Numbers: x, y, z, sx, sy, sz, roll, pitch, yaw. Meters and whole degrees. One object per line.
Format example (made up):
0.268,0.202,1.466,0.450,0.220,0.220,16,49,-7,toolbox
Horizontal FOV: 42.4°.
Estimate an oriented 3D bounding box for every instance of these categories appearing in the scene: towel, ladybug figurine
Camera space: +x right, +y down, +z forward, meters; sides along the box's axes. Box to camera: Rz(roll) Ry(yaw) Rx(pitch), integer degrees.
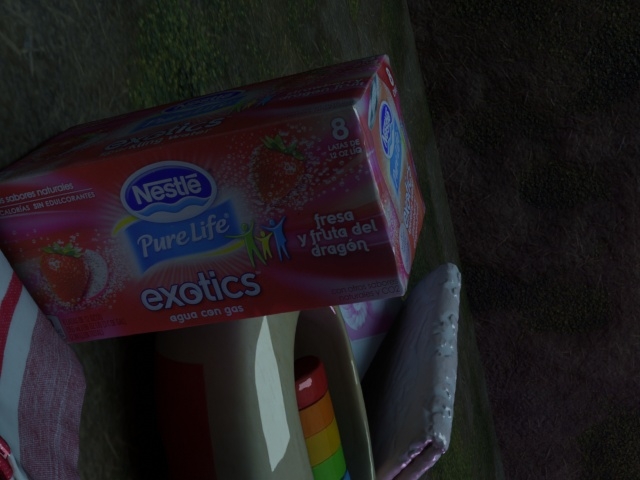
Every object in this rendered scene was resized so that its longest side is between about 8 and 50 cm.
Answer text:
0.087,0.228,1.102,0.053,0.317,0.332,28,35,-9,towel
-0.054,0.204,0.834,0.305,0.162,0.449,-28,107,-72,ladybug figurine
-0.218,0.005,0.471,0.329,0.037,0.237,69,-8,-27,towel

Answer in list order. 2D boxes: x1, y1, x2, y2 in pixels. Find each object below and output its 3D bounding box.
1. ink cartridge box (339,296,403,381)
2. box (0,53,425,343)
0.000,0.000,1.089,0.324,0.071,0.330,62,36,-20,ink cartridge box
-0.082,-0.032,0.644,0.154,0.300,0.142,-62,140,-61,box
